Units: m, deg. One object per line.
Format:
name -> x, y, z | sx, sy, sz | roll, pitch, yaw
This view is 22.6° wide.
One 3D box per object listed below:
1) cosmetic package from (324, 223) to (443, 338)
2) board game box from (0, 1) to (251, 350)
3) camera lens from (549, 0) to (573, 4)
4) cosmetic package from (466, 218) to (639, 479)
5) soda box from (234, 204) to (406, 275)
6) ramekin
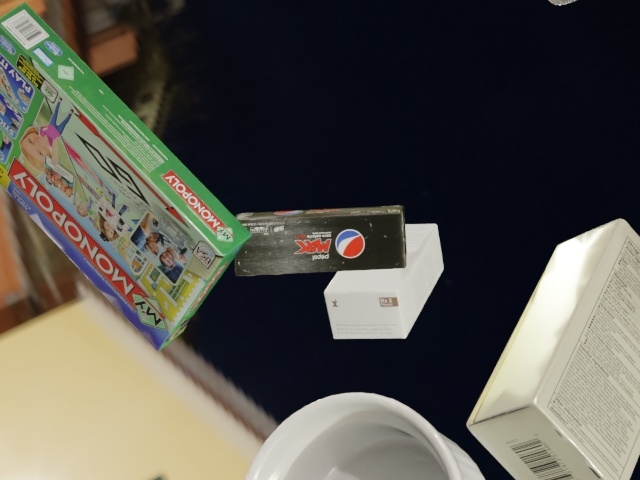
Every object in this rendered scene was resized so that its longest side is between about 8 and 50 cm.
cosmetic package -> 0.098, 0.058, 2.365 | 0.117, 0.231, 0.085 | -1, -63, 22
board game box -> -0.225, -0.057, 1.596 | 0.317, 0.046, 0.213 | 45, -37, 6
camera lens -> 0.290, -0.473, 2.084 | 0.274, 0.219, 0.219 | 45, -17, -16
cosmetic package -> 0.304, 0.141, 1.823 | 0.160, 0.309, 0.113 | 48, -43, -15
soda box -> 0.000, 0.000, 1.570 | 0.053, 0.168, 0.060 | -68, 155, -79
ramekin -> 0.057, 0.315, 1.738 | 0.277, 0.277, 0.135 | 49, 10, 33
